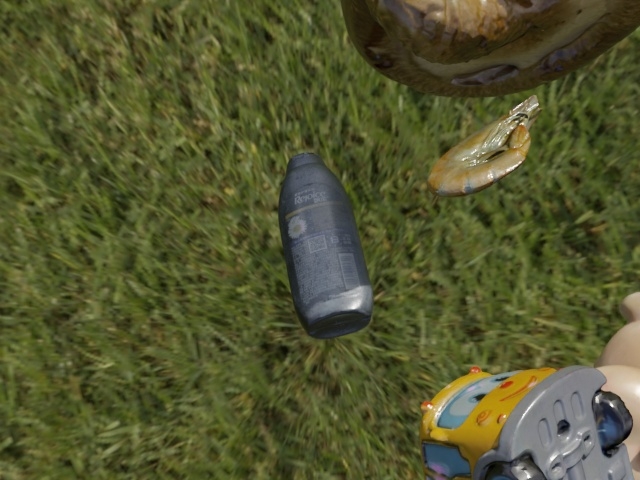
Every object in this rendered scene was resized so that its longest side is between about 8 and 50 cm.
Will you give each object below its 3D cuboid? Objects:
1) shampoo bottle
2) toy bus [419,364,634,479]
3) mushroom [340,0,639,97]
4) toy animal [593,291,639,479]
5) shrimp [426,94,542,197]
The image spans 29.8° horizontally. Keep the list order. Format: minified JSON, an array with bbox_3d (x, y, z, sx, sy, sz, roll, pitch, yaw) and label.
[{"bbox_3d":[0.000,0.000,1.334,0.087,0.049,0.233,-15,52,3],"label":"shampoo bottle"},{"bbox_3d":[0.151,0.191,0.883,0.126,0.136,0.209,-30,111,-37],"label":"toy bus"},{"bbox_3d":[0.186,-0.278,1.223,0.345,0.345,0.239,4,88,1],"label":"mushroom"},{"bbox_3d":[0.299,0.169,1.030,0.247,0.345,0.277,-19,117,-23],"label":"toy animal"},{"bbox_3d":[0.113,-0.057,0.761,0.108,0.059,0.023,-37,117,-23],"label":"shrimp"}]
